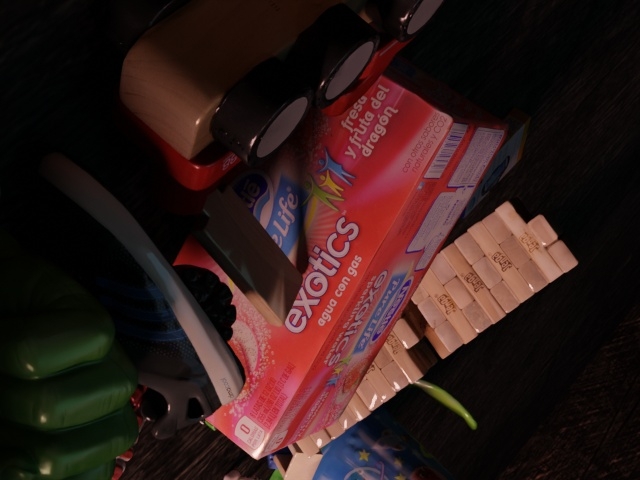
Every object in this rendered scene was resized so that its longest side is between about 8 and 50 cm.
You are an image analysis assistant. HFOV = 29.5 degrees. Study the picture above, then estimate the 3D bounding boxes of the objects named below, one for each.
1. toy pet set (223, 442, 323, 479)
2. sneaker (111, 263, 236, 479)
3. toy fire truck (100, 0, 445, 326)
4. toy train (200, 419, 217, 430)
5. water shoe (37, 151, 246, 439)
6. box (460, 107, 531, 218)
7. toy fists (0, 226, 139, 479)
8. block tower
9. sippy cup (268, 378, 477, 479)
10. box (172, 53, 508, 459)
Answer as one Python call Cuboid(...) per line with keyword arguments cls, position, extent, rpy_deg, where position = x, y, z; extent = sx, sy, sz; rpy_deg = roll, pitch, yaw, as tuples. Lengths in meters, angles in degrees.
Cuboid(cls="toy pet set", position=(-0.056, 0.217, 1.321), extent=(0.114, 0.065, 0.122), rpy_deg=(11, 114, -30))
Cuboid(cls="sneaker", position=(-0.151, 0.106, 0.842), extent=(0.225, 0.088, 0.092), rpy_deg=(-42, -165, -7))
Cuboid(cls="toy fire truck", position=(-0.026, -0.079, 0.792), extent=(0.217, 0.158, 0.246), rpy_deg=(-43, 168, -31))
Cuboid(cls="toy train", position=(-0.083, 0.146, 1.164), extent=(0.083, 0.023, 0.017), rpy_deg=(-49, 159, -15))
Cuboid(cls="water shoe", position=(-0.121, 0.041, 0.738), extent=(0.080, 0.073, 0.203), rpy_deg=(-38, 117, -9))
Cuboid(cls="box", position=(0.193, -0.086, 1.426), extent=(0.136, 0.028, 0.081), rpy_deg=(-43, 157, -25))
Cuboid(cls="toy fists", position=(-0.197, 0.135, 0.717), extent=(0.096, 0.142, 0.279), rpy_deg=(-19, 139, -59))
Cuboid(cls="block tower", position=(0.100, 0.083, 1.225), extent=(0.335, 0.091, 0.097), rpy_deg=(-38, 173, 14))
Cuboid(cls="sippy cup", position=(0.073, 0.338, 1.530), extent=(0.240, 0.224, 0.306), rpy_deg=(-18, 139, -58))
Cuboid(cls="box", position=(0.000, 0.000, 0.951), extent=(0.300, 0.142, 0.154), rpy_deg=(-61, 159, 16))
